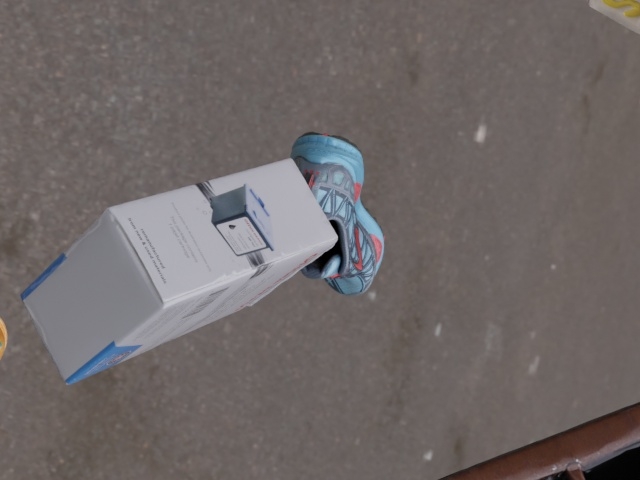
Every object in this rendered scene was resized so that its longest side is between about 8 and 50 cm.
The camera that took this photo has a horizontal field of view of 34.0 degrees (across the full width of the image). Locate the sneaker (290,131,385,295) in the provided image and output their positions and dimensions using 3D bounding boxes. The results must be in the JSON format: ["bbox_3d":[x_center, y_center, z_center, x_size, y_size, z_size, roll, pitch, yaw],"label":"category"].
[{"bbox_3d":[0.000,0.000,1.190,0.261,0.104,0.125,71,32,-51],"label":"sneaker"}]

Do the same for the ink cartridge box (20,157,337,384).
[{"bbox_3d":[-0.101,0.020,0.781,0.191,0.140,0.082,-23,80,-50],"label":"ink cartridge box"}]

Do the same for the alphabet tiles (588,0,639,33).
[{"bbox_3d":[0.251,-0.222,0.735,0.021,0.278,0.284,-64,-171,-13],"label":"alphabet tiles"}]

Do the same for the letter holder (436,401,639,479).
[{"bbox_3d":[0.138,0.246,0.511,0.152,0.214,0.301,-18,148,-10],"label":"letter holder"}]

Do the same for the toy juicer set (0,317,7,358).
[{"bbox_3d":[-0.388,-0.013,1.090,0.090,0.329,0.209,-25,154,-4],"label":"toy juicer set"}]
